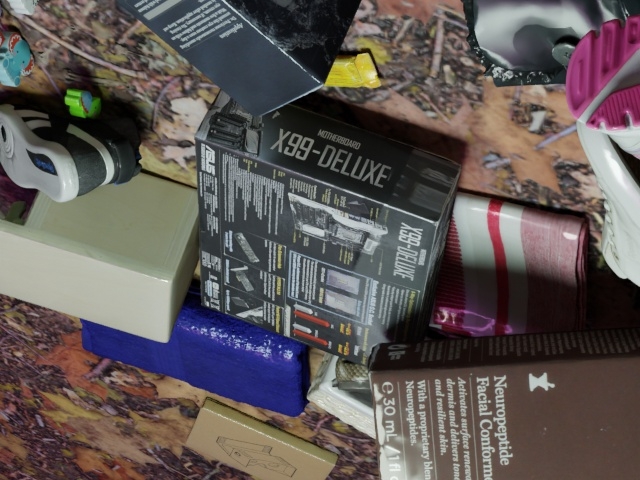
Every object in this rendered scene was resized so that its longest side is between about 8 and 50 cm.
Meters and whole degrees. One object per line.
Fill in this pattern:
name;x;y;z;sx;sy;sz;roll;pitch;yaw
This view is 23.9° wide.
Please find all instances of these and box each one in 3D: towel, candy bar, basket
towel;-0.156;0.114;1.858;0.308;0.076;0.228;18;156;8
candy bar;-0.023;-0.158;1.382;0.161;0.018;0.040;7;143;27
towel;0.113;0.022;1.558;0.329;0.037;0.237;12;147;18
basket;0.080;0.166;1.724;0.167;0.113;0.103;29;157;-8

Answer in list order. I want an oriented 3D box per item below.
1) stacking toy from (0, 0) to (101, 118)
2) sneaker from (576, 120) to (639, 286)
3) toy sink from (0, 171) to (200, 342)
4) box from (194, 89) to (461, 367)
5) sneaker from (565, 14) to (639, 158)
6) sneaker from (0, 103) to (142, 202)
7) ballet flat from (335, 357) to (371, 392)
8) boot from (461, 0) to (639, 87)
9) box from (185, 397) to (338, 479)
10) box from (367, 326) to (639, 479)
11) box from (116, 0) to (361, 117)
stacking toy;-0.319;-0.204;1.485;0.167;0.052;0.221;12;150;22
sneaker;0.274;-0.021;1.310;0.123;0.106;0.290;-9;138;39
toy sink;-0.257;-0.005;1.673;0.234;0.131;0.153;16;149;3
box;0.000;0.000;1.504;0.242;0.076;0.307;19;147;10
sneaker;0.300;-0.107;1.015;0.252;0.103;0.111;-2;162;27
sneaker;-0.256;-0.098;1.580;0.217;0.121;0.079;33;132;52
ballet flat;0.138;0.139;1.653;0.249;0.058;0.084;2;169;-11
boot;0.204;-0.186;1.109;0.207;0.094;0.246;8;153;17
box;-0.087;0.298;2.141;0.201;0.021;0.164;24;150;-2
box;0.243;0.190;1.444;0.381;0.191;0.143;-5;-172;6
box;-0.053;-0.211;1.184;0.158;0.156;0.093;39;145;-25
